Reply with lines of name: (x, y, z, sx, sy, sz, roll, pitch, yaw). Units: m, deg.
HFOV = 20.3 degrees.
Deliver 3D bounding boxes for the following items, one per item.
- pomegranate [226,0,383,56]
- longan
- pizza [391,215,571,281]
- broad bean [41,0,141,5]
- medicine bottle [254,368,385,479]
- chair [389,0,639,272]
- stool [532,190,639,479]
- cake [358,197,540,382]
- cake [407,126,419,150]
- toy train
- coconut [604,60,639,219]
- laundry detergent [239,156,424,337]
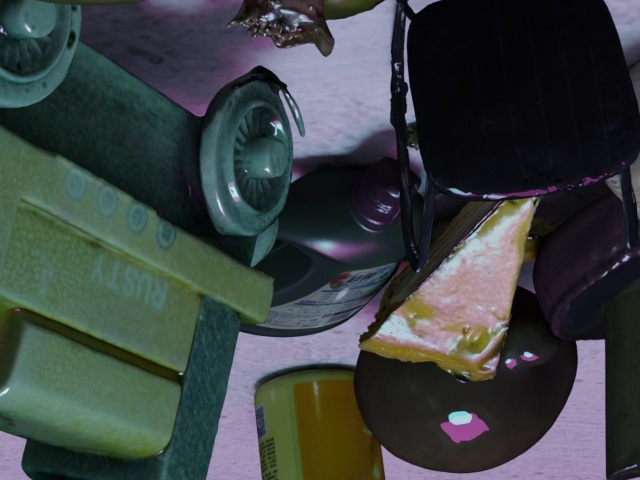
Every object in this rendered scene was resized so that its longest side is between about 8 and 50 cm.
pomegranate: (-0.008, -0.153, 0.823, 0.130, 0.130, 0.130, -5, 158, -2)
longan: (0.124, 0.102, 1.435, 0.184, 0.159, 0.204, -16, 169, -31)
pizza: (0.110, 0.003, 1.355, 0.160, 0.036, 0.099, -21, 154, 32)
broad bean: (-0.176, -0.166, 0.728, 0.263, 0.121, 0.189, 4, -165, -13)
medicine bottle: (0.007, 0.244, 1.653, 0.124, 0.239, 0.124, -7, 160, -3)
chair: (0.107, -0.092, 0.979, 0.140, 0.145, 0.221, -7, 157, 1)
stool: (0.303, 0.053, 1.290, 0.272, 0.179, 0.272, -13, 158, -6)
cake: (0.091, 0.011, 1.272, 0.116, 0.080, 0.185, 6, 128, 3)
cake: (0.113, -0.069, 1.159, 0.051, 0.055, 0.140, 6, 158, -42)
toy train: (-0.155, -0.009, 0.939, 0.160, 0.253, 0.397, 2, 164, 31)
coconut: (0.223, -0.064, 1.134, 0.110, 0.124, 0.110, -1, 113, -1)
laundry detergent: (0.000, 0.000, 1.261, 0.144, 0.078, 0.222, 1, 158, -21)
